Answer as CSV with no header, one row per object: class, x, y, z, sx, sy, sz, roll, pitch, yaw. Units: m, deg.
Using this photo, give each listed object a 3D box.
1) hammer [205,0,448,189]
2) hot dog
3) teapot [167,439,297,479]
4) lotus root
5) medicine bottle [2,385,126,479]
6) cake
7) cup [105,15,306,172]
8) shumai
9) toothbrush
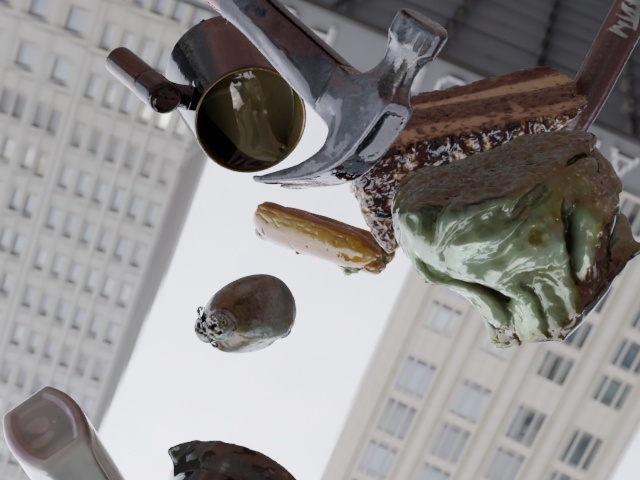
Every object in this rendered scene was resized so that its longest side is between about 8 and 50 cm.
hammer,-0.043,-0.139,0.783,0.037,0.137,0.290,10,-152,-45
hot dog,0.000,0.000,1.777,0.249,0.068,0.100,20,-174,42
teapot,-0.134,0.472,1.555,0.376,0.305,0.362,42,-133,-7
lotus root,-0.085,0.082,1.343,0.088,0.088,0.165,32,-159,23
medicine bottle,-0.321,0.342,1.691,0.111,0.296,0.161,-36,-135,-15
cake,0.142,-0.079,1.242,0.246,0.135,0.112,-13,-148,-4
cup,-0.140,-0.175,1.571,0.239,0.166,0.177,-12,-150,-9
shumai,0.148,0.004,0.921,0.184,0.142,0.184,-15,-167,4
toothbrush,0.275,-0.154,1.256,0.041,0.364,0.041,23,-164,-7
